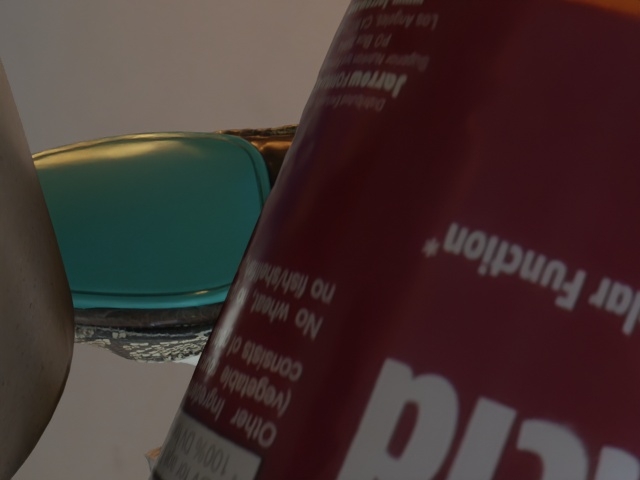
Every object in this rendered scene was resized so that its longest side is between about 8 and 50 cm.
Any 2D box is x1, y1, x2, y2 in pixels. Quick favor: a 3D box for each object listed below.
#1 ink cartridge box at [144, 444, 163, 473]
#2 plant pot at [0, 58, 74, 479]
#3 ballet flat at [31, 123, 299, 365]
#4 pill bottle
[{"bbox_3d":[0.057,0.233,0.709,0.223,0.129,0.307,6,-68,36],"label":"ink cartridge box"},{"bbox_3d":[-0.204,-0.072,0.376,0.256,0.256,0.274,30,-45,32],"label":"plant pot"},{"bbox_3d":[0.000,0.000,0.900,0.483,0.182,0.164,-14,-131,12],"label":"ballet flat"},{"bbox_3d":[0.055,0.100,0.442,0.224,0.224,0.392,19,-95,37],"label":"pill bottle"}]
